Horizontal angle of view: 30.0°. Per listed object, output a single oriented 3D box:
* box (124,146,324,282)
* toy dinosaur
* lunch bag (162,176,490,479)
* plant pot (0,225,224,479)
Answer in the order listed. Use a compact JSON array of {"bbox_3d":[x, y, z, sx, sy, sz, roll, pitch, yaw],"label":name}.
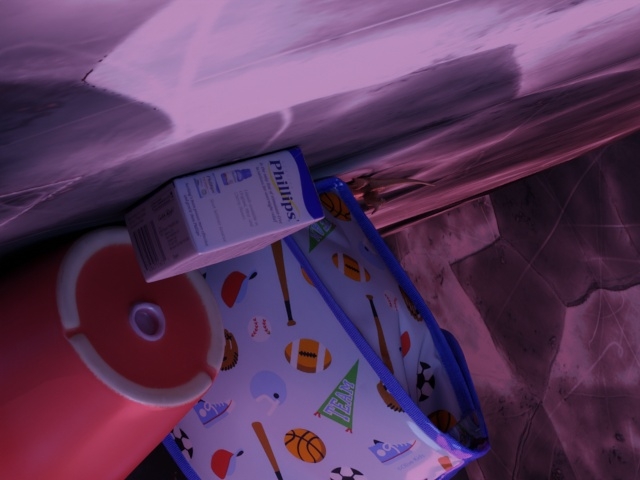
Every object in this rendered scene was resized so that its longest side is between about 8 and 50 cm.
[{"bbox_3d":[-0.090,-0.023,1.100,0.137,0.072,0.126,-17,176,-32],"label":"box"},{"bbox_3d":[0.062,-0.070,1.621,0.183,0.053,0.092,-12,-166,7],"label":"toy dinosaur"},{"bbox_3d":[-0.019,0.170,1.443,0.328,0.385,0.239,-41,168,29],"label":"lunch bag"},{"bbox_3d":[-0.244,0.124,1.221,0.243,0.275,0.275,-34,168,38],"label":"plant pot"}]
